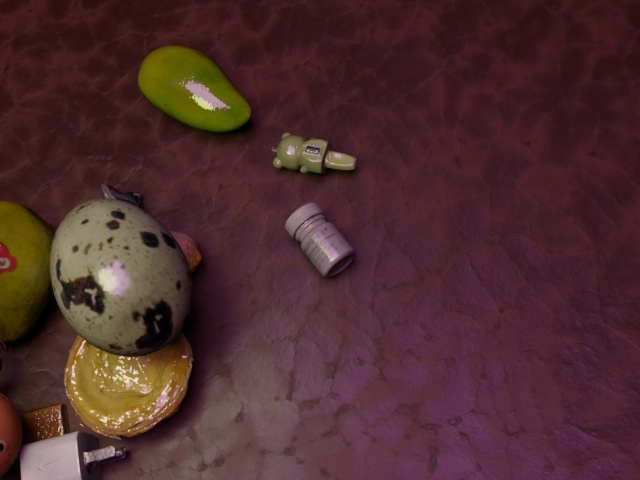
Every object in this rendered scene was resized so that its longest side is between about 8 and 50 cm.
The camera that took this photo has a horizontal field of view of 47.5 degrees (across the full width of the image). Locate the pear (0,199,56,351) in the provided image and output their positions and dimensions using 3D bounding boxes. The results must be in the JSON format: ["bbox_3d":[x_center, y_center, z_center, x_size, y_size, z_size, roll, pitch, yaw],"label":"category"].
[{"bbox_3d":[-0.767,0.087,1.740,0.287,0.287,0.375,1,99,6],"label":"pear"}]

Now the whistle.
[{"bbox_3d":[-0.018,-0.218,1.875,0.228,0.085,0.105,12,71,11],"label":"whistle"}]

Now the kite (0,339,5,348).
[{"bbox_3d":[-0.781,0.150,1.609,0.141,0.015,0.245,-31,89,25],"label":"kite"}]

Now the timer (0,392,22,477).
[{"bbox_3d":[-0.755,0.421,1.534,0.230,0.215,0.229,1,83,-7],"label":"timer"}]

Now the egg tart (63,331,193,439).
[{"bbox_3d":[-0.439,0.306,1.697,0.315,0.120,0.314,-1,67,4],"label":"egg tart"}]

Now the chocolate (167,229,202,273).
[{"bbox_3d":[-0.445,0.032,1.798,0.309,0.134,0.134,5,70,2],"label":"chocolate"}]

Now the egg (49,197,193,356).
[{"bbox_3d":[-0.435,0.075,1.588,0.288,0.287,0.379,-25,61,-4],"label":"egg"}]

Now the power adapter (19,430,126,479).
[{"bbox_3d":[-0.544,0.497,1.627,0.205,0.130,0.125,-14,68,-1],"label":"power adapter"}]

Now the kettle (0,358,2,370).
[{"bbox_3d":[-0.879,0.311,1.703,0.271,0.207,0.250,41,75,1],"label":"kettle"}]

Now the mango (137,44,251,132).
[{"bbox_3d":[-0.330,-0.401,1.938,0.343,0.156,0.192,32,84,12],"label":"mango"}]

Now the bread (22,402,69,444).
[{"bbox_3d":[-0.646,0.437,1.709,0.094,0.035,0.090,-16,68,-1],"label":"bread"}]

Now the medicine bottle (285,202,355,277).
[{"bbox_3d":[0.000,0.000,1.780,0.105,0.105,0.168,-35,71,-8],"label":"medicine bottle"}]

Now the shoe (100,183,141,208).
[{"bbox_3d":[-0.507,-0.098,1.885,0.099,0.071,0.169,-16,38,-31],"label":"shoe"}]
